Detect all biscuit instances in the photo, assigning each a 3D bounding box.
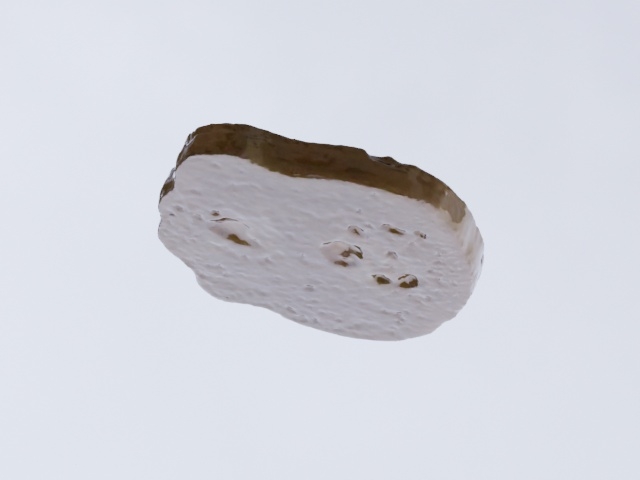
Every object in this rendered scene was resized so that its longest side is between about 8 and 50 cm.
[{"bbox_3d":[0.000,-0.002,1.414,0.365,0.385,0.062,13,-117,0],"label":"biscuit"}]
